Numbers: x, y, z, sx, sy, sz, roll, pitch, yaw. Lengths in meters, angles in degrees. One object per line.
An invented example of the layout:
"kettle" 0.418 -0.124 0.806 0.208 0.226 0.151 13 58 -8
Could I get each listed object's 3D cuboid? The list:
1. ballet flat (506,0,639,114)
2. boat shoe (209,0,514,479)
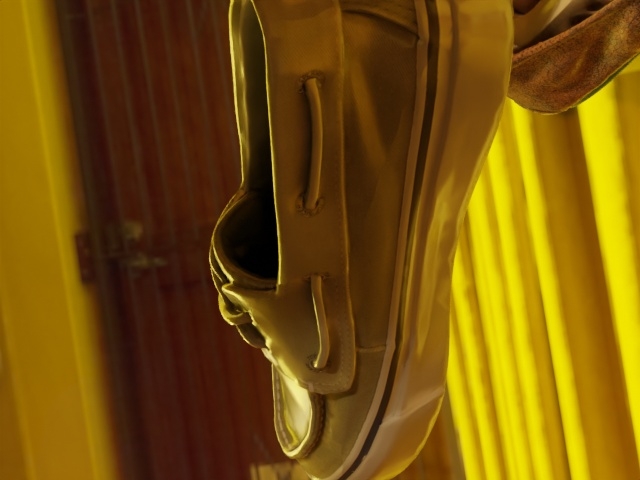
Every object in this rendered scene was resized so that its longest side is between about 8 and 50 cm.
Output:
"ballet flat" 0.170 -0.164 0.672 0.106 0.108 0.316 19 146 -20
"boat shoe" 0.000 0.000 0.530 0.094 0.109 0.302 -8 135 -16
